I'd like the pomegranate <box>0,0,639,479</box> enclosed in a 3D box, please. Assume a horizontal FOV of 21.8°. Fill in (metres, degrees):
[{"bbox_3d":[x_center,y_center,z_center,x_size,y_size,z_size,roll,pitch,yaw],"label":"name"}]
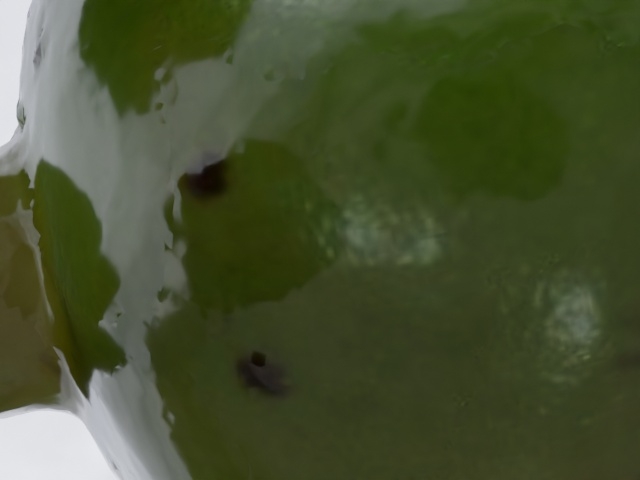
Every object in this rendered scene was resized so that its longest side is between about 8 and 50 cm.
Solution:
[{"bbox_3d":[0.000,0.000,0.485,0.341,0.260,0.260,-21,-63,-10],"label":"pomegranate"}]
